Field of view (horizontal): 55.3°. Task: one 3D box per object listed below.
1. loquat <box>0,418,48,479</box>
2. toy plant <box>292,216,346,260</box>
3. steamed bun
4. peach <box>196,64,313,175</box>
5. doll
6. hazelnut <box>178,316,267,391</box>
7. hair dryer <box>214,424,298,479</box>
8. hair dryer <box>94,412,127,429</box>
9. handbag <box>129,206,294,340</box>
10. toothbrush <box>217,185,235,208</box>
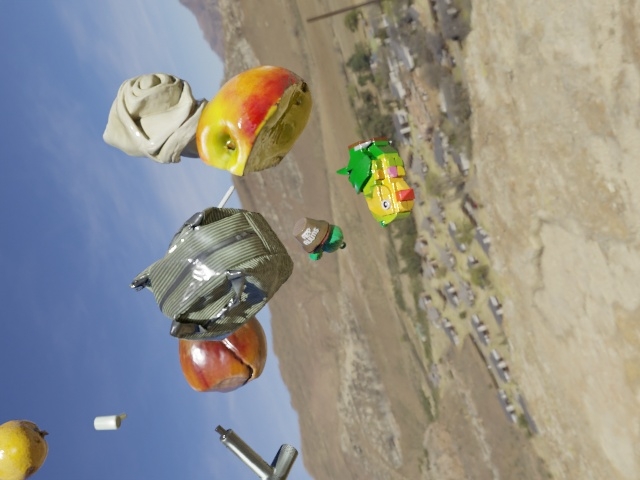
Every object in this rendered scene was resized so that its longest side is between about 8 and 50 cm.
[{"bbox_3d":[-1.037,0.717,2.089,0.208,0.207,0.208,161,90,-87],"label":"loquat"},{"bbox_3d":[0.000,0.000,2.011,0.200,0.143,0.105,31,-170,-33],"label":"toy plant"},{"bbox_3d":[-0.522,-0.415,2.000,0.342,0.367,0.255,-40,-37,-57],"label":"steamed bun"},{"bbox_3d":[-0.189,-0.361,1.762,0.380,0.242,0.306,-32,-32,-59],"label":"peach"},{"bbox_3d":[0.114,-0.115,1.201,0.186,0.106,0.134,60,136,27],"label":"doll"},{"bbox_3d":[-0.390,0.431,2.426,0.315,0.372,0.373,3,113,68],"label":"hazelnut"},{"bbox_3d":[-0.228,0.698,1.758,0.156,0.284,0.320,-50,15,46],"label":"hair dryer"},{"bbox_3d":[-0.572,0.497,1.699,0.124,0.063,0.038,32,-126,-82],"label":"hair dryer"},{"bbox_3d":[-0.257,0.083,1.437,0.247,0.340,0.240,50,-166,13],"label":"handbag"},{"bbox_3d":[-0.358,-0.022,1.800,0.386,0.040,0.040,-62,-24,-27],"label":"toothbrush"}]
